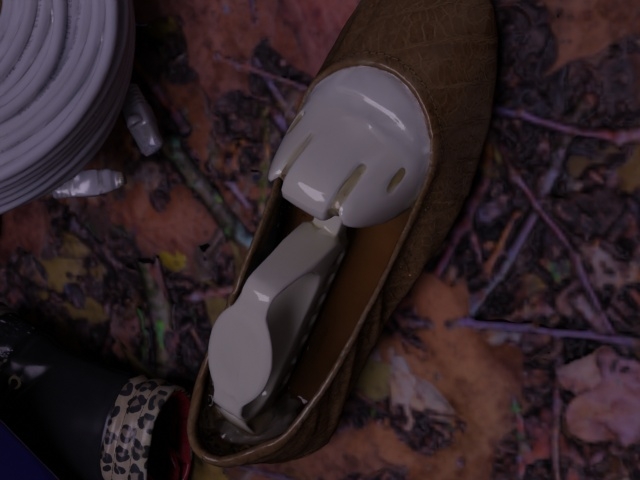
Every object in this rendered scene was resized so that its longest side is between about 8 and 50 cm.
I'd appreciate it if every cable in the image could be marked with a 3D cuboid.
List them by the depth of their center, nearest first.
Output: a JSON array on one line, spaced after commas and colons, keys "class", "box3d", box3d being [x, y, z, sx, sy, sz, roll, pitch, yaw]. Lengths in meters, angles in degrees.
[{"class": "cable", "box3d": [-0.246, -0.135, 0.828, 0.257, 0.089, 0.257, -15, 82, -10]}]

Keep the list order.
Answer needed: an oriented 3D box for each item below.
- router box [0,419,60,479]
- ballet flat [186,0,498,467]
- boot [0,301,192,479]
[{"class": "router box", "box3d": [-0.268, 0.269, 0.932, 0.301, 0.082, 0.335, -26, 114, 31]}, {"class": "ballet flat", "box3d": [0.000, 0.000, 0.776, 0.116, 0.124, 0.342, 34, 115, 18]}, {"class": "boot", "box3d": [-0.188, 0.175, 0.944, 0.178, 0.085, 0.236, 17, 110, 21]}]
